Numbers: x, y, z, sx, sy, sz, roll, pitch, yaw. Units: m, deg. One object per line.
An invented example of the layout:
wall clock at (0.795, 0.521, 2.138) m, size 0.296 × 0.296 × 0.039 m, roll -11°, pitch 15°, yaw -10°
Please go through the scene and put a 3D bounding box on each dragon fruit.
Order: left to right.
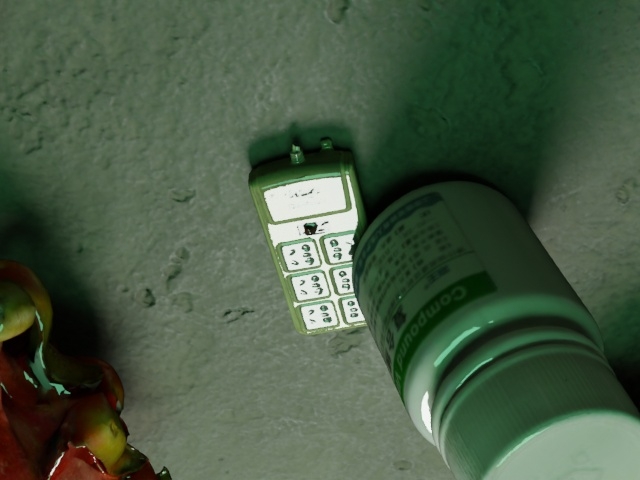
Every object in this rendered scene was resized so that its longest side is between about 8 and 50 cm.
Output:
dragon fruit at (-0.240, 0.165, 0.920) m, size 0.228 × 0.243 × 0.307 m, roll 14°, pitch 90°, yaw 16°

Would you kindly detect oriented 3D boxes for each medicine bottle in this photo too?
medicine bottle at (0.114, 0.077, 0.811) m, size 0.139 × 0.237 × 0.139 m, roll -9°, pitch 128°, yaw -12°

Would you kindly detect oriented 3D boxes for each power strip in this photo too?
power strip at (0.000, 0.000, 0.894) m, size 0.076 × 0.028 × 0.169 m, roll -10°, pitch 128°, yaw 8°

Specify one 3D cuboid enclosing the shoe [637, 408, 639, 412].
shoe at (0.303, 0.202, 0.966) m, size 0.237 × 0.171 × 0.384 m, roll 30°, pitch 130°, yaw -27°
